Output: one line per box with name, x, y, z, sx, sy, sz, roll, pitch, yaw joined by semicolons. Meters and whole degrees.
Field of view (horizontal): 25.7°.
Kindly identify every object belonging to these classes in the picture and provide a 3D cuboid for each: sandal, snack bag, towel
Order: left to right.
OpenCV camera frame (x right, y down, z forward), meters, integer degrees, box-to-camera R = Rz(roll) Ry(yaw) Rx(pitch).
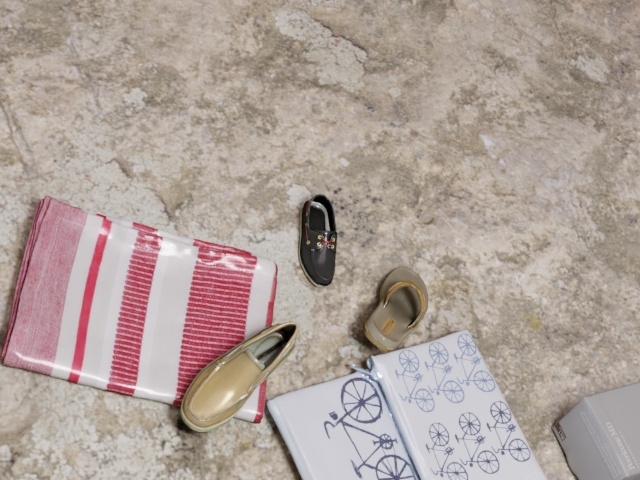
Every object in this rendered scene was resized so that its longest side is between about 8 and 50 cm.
towel;-0.215;0.086;1.748;0.329;0.037;0.237;16;56;-16
sandal;0.108;0.085;1.868;0.072;0.049;0.180;35;32;1
snack bag;0.125;0.288;1.774;0.343;0.037;0.323;-12;67;-32

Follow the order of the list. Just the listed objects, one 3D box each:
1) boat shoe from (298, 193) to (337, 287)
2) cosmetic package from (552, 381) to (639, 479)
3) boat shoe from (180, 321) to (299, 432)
boat shoe;-0.002;0.000;1.897;0.049;0.042;0.133;8;59;-23
cosmetic package;0.450;0.261;1.903;0.238;0.107;0.127;-11;61;-33
boat shoe;-0.096;0.156;1.702;0.068;0.072;0.190;44;54;0
